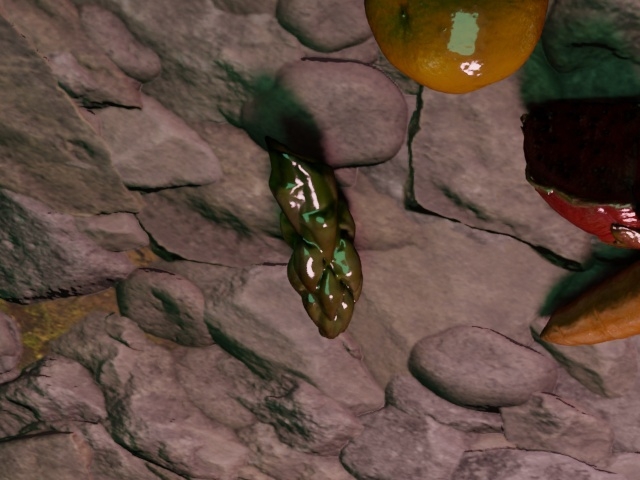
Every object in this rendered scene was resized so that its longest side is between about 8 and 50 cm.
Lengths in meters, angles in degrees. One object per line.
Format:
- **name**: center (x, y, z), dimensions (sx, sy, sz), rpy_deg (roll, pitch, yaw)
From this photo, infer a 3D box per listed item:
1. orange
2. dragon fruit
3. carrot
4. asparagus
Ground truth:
- **orange**: center (0.113, -0.197, 1.604), dimensions (0.159, 0.136, 0.159), rpy_deg (29, 129, 43)
- **dragon fruit**: center (0.250, -0.037, 1.765), dimensions (0.127, 0.120, 0.161), rpy_deg (-3, 142, 30)
- **carrot**: center (0.281, 0.063, 1.919), dimensions (0.072, 0.072, 0.205), rpy_deg (37, 143, -23)
- **asparagus**: center (0.000, 0.000, 1.929), dimensions (0.080, 0.080, 0.287), rpy_deg (5, 136, 13)
